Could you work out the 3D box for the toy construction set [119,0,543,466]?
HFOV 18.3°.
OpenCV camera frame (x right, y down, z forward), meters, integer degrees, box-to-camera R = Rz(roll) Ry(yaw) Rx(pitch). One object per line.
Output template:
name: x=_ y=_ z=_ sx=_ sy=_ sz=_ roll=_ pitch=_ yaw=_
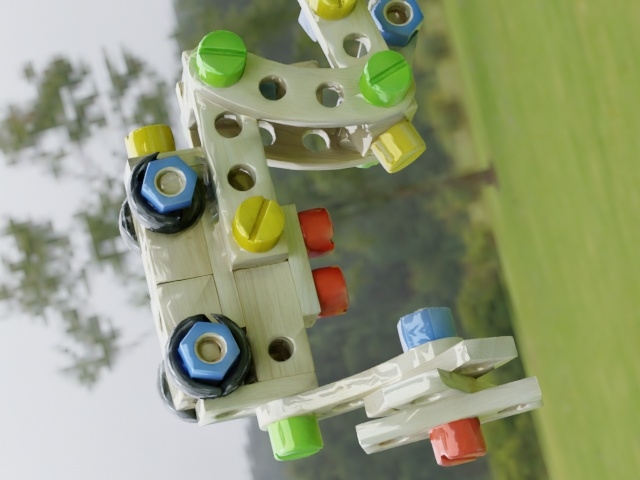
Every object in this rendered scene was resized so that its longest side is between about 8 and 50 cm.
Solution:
toy construction set: x=0.000 y=0.000 z=1.152 sx=0.151 sy=0.215 sz=0.327 roll=100 pitch=156 yaw=-56
